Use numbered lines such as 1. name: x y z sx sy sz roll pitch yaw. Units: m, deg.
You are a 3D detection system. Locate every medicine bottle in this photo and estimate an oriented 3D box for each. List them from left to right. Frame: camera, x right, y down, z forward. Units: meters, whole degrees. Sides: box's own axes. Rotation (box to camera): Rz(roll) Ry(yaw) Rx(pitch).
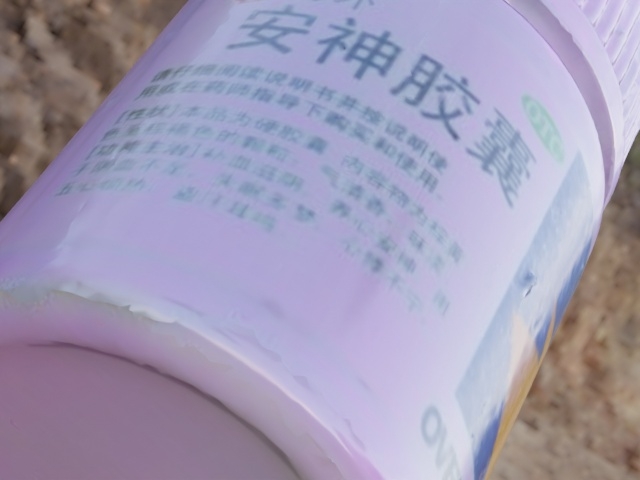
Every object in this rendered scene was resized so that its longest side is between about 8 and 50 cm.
1. medicine bottle: 0.000 0.000 0.654 0.178 0.178 0.291 31 45 3
